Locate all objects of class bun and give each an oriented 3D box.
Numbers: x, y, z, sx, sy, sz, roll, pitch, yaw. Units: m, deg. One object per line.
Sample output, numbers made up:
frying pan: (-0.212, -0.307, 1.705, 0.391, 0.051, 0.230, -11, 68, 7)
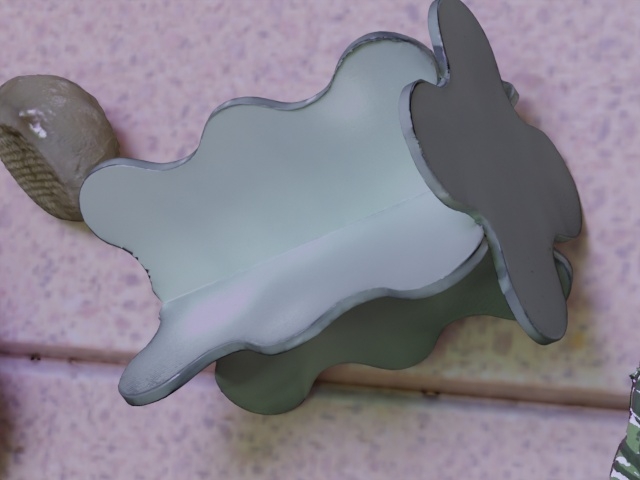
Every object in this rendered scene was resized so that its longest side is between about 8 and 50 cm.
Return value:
bun: (-0.137, -0.055, 0.927, 0.086, 0.086, 0.055, 38, 67, 25)

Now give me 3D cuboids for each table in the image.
table: (0.000, 0.000, 0.818, 0.198, 0.166, 0.167, -23, 72, 27)

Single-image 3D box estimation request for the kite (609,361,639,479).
kite: (0.127, 0.150, 0.806, 0.250, 0.012, 0.229, 12, 87, 25)
